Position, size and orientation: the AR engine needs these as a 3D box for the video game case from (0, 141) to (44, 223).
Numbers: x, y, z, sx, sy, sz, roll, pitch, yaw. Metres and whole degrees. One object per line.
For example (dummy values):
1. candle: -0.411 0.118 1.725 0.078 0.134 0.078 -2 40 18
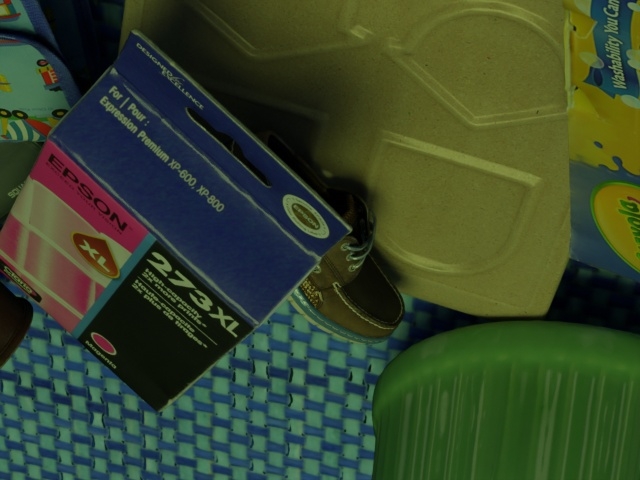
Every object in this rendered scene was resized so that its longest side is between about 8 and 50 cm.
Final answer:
1. video game case: -0.338 -0.101 1.373 0.274 0.026 0.196 41 132 -22

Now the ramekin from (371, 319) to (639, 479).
1. ramekin: 0.175 0.199 1.355 0.303 0.148 0.303 9 147 6

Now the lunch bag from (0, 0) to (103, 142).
1. lunch bag: -0.270 -0.163 1.221 0.221 0.138 0.293 -1 141 11

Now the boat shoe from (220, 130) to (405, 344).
1. boat shoe: 0.000 0.000 1.225 0.066 0.066 0.183 -25 123 39

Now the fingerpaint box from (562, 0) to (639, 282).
1. fingerpaint box: 0.302 -0.088 0.819 0.371 0.163 0.445 19 160 17

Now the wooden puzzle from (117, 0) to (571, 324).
1. wooden puzzle: 0.031 -0.101 1.213 0.322 0.080 0.348 17 141 3

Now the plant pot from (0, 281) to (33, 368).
1. plant pot: -0.329 0.041 1.386 0.167 0.167 0.165 -22 115 35

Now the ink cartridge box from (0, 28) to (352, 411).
1. ink cartridge box: -0.113 0.002 1.234 0.176 0.069 0.371 43 154 -2
